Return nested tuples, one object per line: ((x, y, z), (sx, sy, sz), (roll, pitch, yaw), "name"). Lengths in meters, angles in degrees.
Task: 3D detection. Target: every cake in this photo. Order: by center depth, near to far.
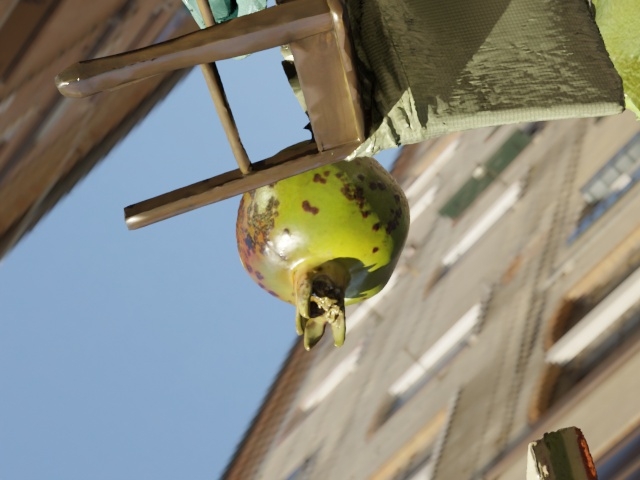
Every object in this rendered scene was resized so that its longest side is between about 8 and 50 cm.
((0.292, 0.337, 1.604), (0.086, 0.220, 0.117), (-9, -157, -34), "cake")

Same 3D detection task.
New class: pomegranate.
((0.006, 0.010, 1.553), (0.198, 0.198, 0.246), (9, -117, -45), "pomegranate")

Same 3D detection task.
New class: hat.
((-0.117, -0.320, 1.754), (0.078, 0.138, 0.191), (-32, -96, -37), "hat")

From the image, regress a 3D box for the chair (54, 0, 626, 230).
((0.014, -0.135, 0.830), (0.186, 0.319, 0.160), (74, -179, -57), "chair")

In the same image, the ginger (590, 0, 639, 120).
((0.286, -0.212, 1.077), (0.137, 0.290, 0.089), (47, 177, 31), "ginger")
